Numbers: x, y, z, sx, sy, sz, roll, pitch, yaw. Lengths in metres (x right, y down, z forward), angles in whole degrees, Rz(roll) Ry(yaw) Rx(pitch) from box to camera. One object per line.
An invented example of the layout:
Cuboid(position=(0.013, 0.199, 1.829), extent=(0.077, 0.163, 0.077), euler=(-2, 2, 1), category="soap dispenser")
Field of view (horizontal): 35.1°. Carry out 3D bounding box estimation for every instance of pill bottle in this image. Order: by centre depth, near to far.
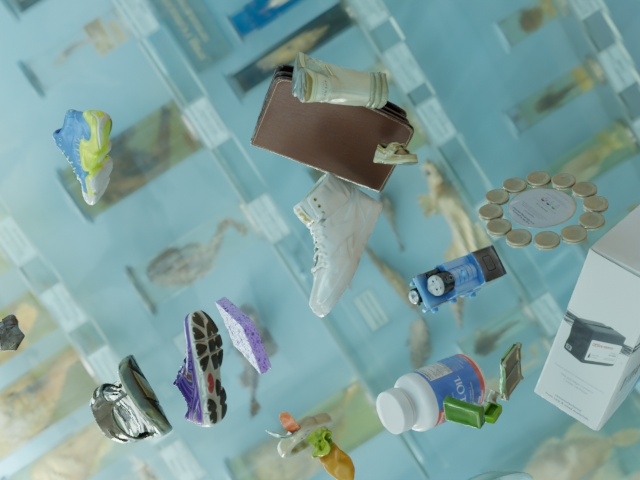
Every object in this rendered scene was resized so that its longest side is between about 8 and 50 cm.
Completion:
Cuboid(position=(0.230, 0.325, 2.115), extent=(0.124, 0.221, 0.124), euler=(31, 130, 47), category="pill bottle")

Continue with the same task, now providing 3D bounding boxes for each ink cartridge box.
Cuboid(position=(0.489, 0.118, 1.639), extent=(0.129, 0.223, 0.308), euler=(32, 131, 26), category="ink cartridge box")

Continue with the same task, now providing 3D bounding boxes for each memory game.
Cuboid(position=(0.321, -0.044, 1.462), extent=(0.186, 0.186, 0.012), euler=(-123, 17, -51), category="memory game")

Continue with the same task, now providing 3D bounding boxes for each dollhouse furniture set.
Cuboid(position=(0.244, 0.215, 1.499), extent=(0.058, 0.151, 0.076), euler=(14, 131, 33), category="dollhouse furniture set")

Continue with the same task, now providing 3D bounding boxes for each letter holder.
Cuboid(position=(0.035, -0.267, 2.116), extent=(0.214, 0.301, 0.152), euler=(118, 169, -48), category="letter holder")

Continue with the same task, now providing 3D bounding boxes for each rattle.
Cuboid(position=(-0.018, 0.407, 1.957), extent=(0.200, 0.130, 0.143), euler=(70, 180, -70), category="rattle")

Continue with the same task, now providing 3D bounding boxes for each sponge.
Cuboid(position=(-0.165, 0.200, 2.164), extent=(0.210, 0.031, 0.117), euler=(30, 143, 67), category="sponge")

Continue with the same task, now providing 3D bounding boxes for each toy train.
Cuboid(position=(0.244, 0.070, 1.830), extent=(0.105, 0.184, 0.080), euler=(-41, 70, 53), category="toy train")

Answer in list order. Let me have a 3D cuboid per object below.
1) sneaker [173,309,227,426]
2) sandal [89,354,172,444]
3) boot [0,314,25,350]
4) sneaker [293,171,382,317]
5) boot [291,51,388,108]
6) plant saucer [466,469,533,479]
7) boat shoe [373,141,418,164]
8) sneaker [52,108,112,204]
Cuboid(position=(-0.181, 0.184, 1.441), extent=(0.068, 0.071, 0.170), euler=(-17, -75, -63), category="sneaker")
Cuboid(position=(-0.285, 0.250, 1.460), extent=(0.120, 0.086, 0.303), euler=(59, 155, 8), category="sandal")
Cuboid(position=(-0.645, 0.203, 2.033), extent=(0.037, 0.106, 0.114), euler=(55, 173, -33), category="boot")
Cuboid(position=(0.000, 0.000, 2.049), extent=(0.169, 0.293, 0.108), euler=(33, 149, -16), category="sneaker")
Cuboid(position=(0.034, -0.294, 1.877), extent=(0.213, 0.165, 0.077), euler=(-113, 28, -67), category="boot")
Cuboid(position=(0.228, 0.396, 1.515), extent=(0.037, 0.195, 0.195), euler=(57, 180, 36), category="plant saucer")
Cuboid(position=(0.145, -0.170, 1.978), extent=(0.135, 0.050, 0.045), euler=(13, 100, 59), category="boat shoe")
Cuboid(position=(-0.544, -0.200, 2.311), extent=(0.126, 0.240, 0.091), euler=(18, -149, 6), category="sneaker")
